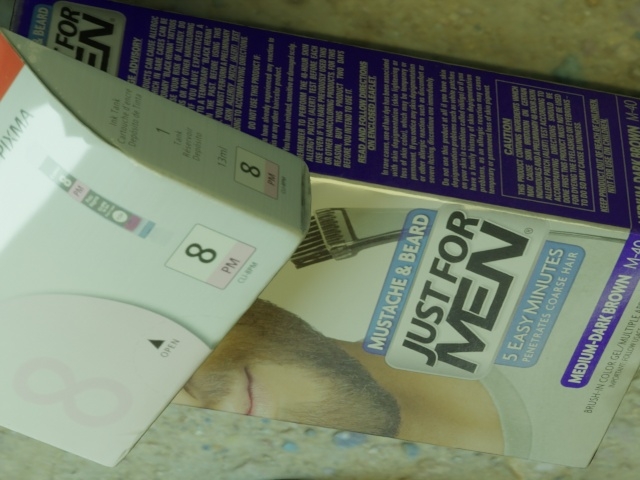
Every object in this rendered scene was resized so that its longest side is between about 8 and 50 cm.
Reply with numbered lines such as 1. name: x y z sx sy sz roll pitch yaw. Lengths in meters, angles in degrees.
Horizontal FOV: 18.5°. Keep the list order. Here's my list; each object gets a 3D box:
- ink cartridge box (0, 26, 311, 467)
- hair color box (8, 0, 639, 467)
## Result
1. ink cartridge box: -0.149 -0.004 0.877 0.232 0.066 0.189 21 132 -23
2. hair color box: 0.000 0.000 0.988 0.338 0.110 0.185 10 136 -7
